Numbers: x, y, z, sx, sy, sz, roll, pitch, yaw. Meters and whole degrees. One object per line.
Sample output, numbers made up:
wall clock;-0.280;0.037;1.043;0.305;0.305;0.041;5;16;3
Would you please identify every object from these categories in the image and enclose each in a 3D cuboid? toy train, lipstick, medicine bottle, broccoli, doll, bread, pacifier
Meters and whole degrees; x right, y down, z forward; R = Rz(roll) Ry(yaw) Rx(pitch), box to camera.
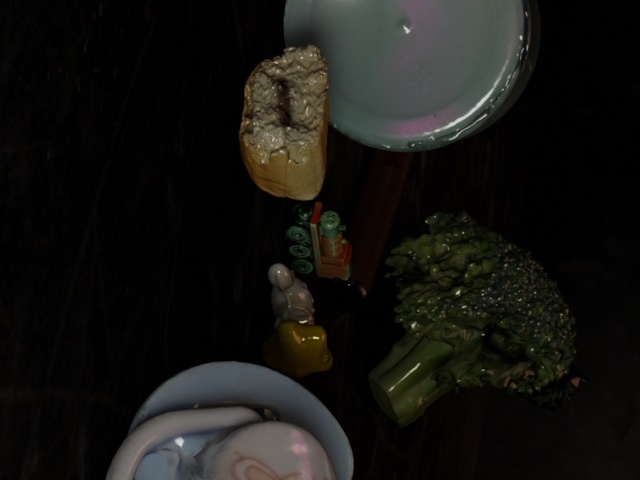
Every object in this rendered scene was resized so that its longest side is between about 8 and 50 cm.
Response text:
toy train;0.000;0.000;1.894;0.103;0.064;0.044;81;21;-53
lipstick;0.070;-0.045;2.225;0.357;0.057;0.057;-71;163;-47
medicine bottle;0.111;-0.216;1.860;0.290;0.245;0.245;-19;115;-76
broccoli;0.210;0.113;2.476;0.317;0.338;0.277;-48;119;-33
doll;-0.029;0.084;1.840;0.135;0.071;0.113;58;22;-81
bread;-0.033;-0.105;1.650;0.106;0.082;0.125;98;-4;-54
pacifier;-0.082;0.250;1.447;0.226;0.238;0.287;-49;-129;53

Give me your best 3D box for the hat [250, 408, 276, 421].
hat;-0.069;0.199;1.666;0.191;0.078;0.138;39;48;-54
